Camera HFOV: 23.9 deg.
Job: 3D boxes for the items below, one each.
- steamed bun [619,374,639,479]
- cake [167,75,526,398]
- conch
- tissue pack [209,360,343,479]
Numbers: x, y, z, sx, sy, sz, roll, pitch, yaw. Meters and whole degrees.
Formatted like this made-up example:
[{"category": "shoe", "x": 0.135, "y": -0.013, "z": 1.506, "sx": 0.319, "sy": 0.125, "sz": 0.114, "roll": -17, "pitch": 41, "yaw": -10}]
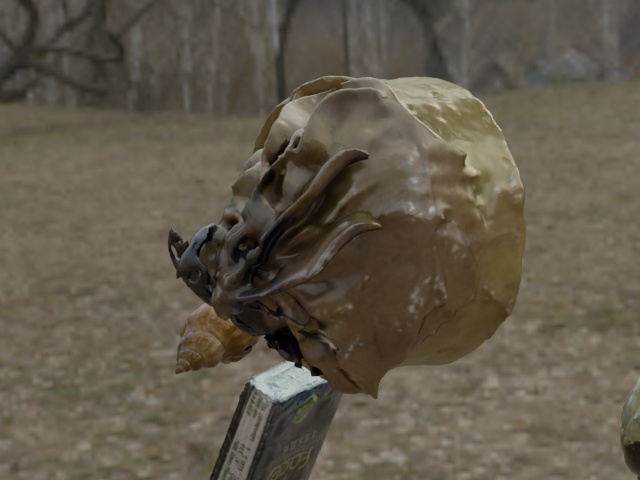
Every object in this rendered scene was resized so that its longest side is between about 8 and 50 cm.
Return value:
[{"category": "steamed bun", "x": 0.517, "y": 0.291, "z": 2.014, "sx": 0.275, "sy": 0.206, "sz": 0.320, "roll": 43, "pitch": 5, "yaw": 22}, {"category": "cake", "x": -0.002, "y": -0.008, "z": 1.515, "sx": 0.321, "sy": 0.332, "sz": 0.332, "roll": -5, "pitch": 10, "yaw": -39}, {"category": "conch", "x": -0.114, "y": 0.117, "z": 2.220, "sx": 0.093, "sy": 0.109, "sz": 0.330, "roll": 29, "pitch": 36, "yaw": 23}, {"category": "tissue pack", "x": -0.060, "y": 0.262, "z": 1.959, "sx": 0.073, "sy": 0.236, "sz": 0.173, "roll": 33, "pitch": 28, "yaw": 25}]
